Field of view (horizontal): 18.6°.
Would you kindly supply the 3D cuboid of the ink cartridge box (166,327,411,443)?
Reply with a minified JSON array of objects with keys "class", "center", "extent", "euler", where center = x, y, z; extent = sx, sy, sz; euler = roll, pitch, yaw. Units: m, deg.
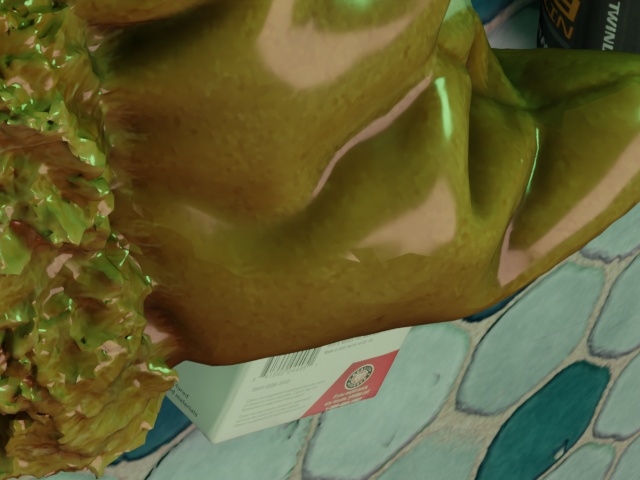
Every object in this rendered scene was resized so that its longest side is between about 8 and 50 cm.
[{"class":"ink cartridge box","center":[0.000,0.000,1.170],"extent":[0.158,0.092,0.218],"euler":[-11,137,-48]}]

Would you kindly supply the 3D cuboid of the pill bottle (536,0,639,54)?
[{"class":"pill bottle","center":[0.202,-0.158,1.208],"extent":[0.130,0.130,0.245],"euler":[-34,148,-24]}]

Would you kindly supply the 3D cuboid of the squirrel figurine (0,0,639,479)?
[{"class":"squirrel figurine","center":[-0.084,-0.098,0.735],"extent":[0.397,0.281,0.370],"euler":[-40,152,-9]}]
